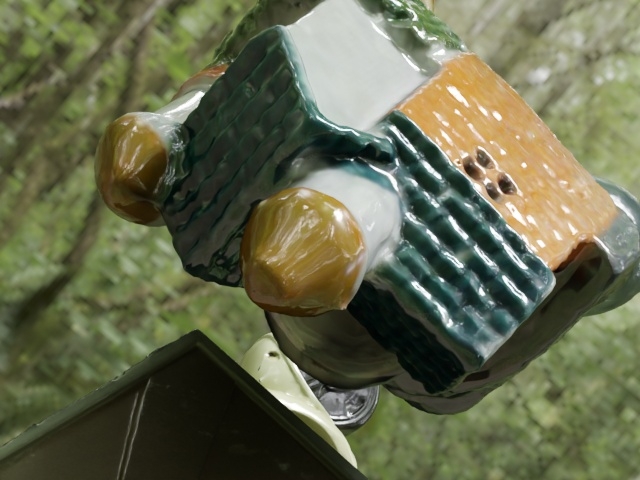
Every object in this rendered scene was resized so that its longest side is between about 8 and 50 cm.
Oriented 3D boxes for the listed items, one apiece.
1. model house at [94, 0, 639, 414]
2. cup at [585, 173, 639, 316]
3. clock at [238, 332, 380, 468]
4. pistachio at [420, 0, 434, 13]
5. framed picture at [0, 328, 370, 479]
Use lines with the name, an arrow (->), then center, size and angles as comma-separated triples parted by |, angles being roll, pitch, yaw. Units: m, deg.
model house -> 0.000, 0.000, 0.883 | 0.271, 0.190, 0.301 | 47, 26, 3
cup -> 0.277, 0.006, 1.735 | 0.150, 0.199, 0.199 | 6, 2, -5
clock -> -0.062, 0.246, 1.380 | 0.276, 0.379, 0.120 | 7, -27, -30
pistachio -> 0.008, -0.164, 1.410 | 0.144, 0.215, 0.144 | 27, 44, -30
framed picture -> -0.088, 0.154, 0.857 | 0.184, 0.016, 0.250 | 39, 43, 20
